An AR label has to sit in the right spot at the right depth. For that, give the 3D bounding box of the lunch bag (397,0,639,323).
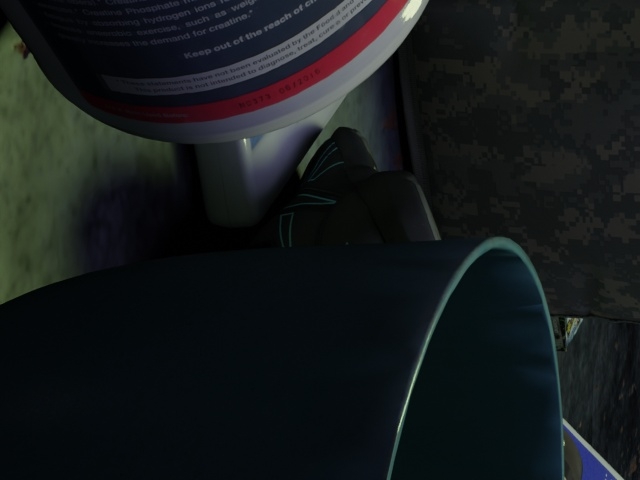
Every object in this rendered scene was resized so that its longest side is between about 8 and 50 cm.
[{"bbox_3d":[0.196,-0.070,1.340,0.169,0.235,0.287,-51,140,-58],"label":"lunch bag"}]

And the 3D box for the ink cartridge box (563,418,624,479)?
[{"bbox_3d":[0.205,0.320,1.369,0.307,0.072,0.304,45,41,-47],"label":"ink cartridge box"}]

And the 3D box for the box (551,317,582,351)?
[{"bbox_3d":[0.258,0.046,1.840,0.137,0.027,0.094,-47,136,-60],"label":"box"}]

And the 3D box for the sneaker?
[{"bbox_3d":[0.000,0.000,0.993,0.267,0.106,0.101,-137,-157,-82],"label":"sneaker"}]

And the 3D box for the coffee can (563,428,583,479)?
[{"bbox_3d":[0.020,0.226,0.947,0.201,0.201,0.275,67,33,-51],"label":"coffee can"}]

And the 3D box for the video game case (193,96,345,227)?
[{"bbox_3d":[-0.021,-0.221,1.007,0.300,0.036,0.329,-58,146,-54],"label":"video game case"}]

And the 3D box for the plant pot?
[{"bbox_3d":[-0.049,0.138,0.694,0.293,0.235,0.293,3,90,-70],"label":"plant pot"}]

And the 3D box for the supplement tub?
[{"bbox_3d":[-0.069,-0.180,0.654,0.272,0.191,0.191,62,36,-56],"label":"supplement tub"}]
